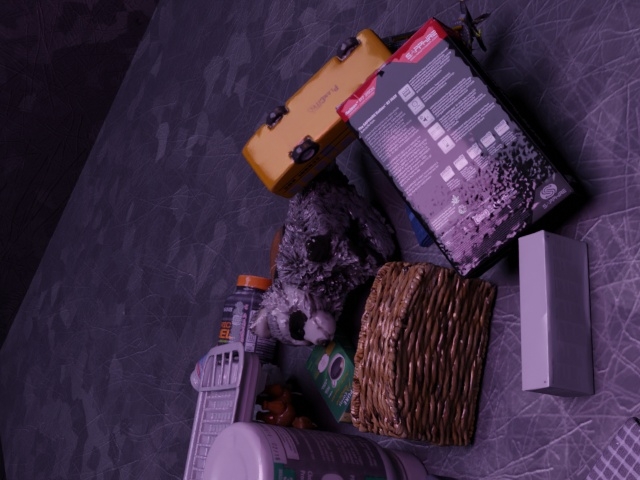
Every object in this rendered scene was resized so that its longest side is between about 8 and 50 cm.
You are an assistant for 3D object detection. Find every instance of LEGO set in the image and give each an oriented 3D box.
[{"bbox_3d":[0.209,-0.302,1.820,0.331,0.192,0.254,-12,98,57],"label":"LEGO set"}]

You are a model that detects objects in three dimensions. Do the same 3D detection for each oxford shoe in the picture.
[{"bbox_3d":[-0.082,0.066,2.160,0.076,0.076,0.212,-37,38,46],"label":"oxford shoe"}]

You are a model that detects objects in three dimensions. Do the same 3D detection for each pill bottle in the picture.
[{"bbox_3d":[-0.002,0.425,1.635,0.204,0.361,0.204,-26,58,50],"label":"pill bottle"},{"bbox_3d":[-0.243,0.302,2.292,0.160,0.087,0.087,-42,46,40],"label":"pill bottle"},{"bbox_3d":[-0.161,0.203,2.169,0.130,0.131,0.245,-6,73,55],"label":"pill bottle"}]

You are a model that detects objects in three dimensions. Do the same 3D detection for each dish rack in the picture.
[{"bbox_3d":[-0.188,0.374,1.899,0.285,0.072,0.332,156,126,-65],"label":"dish rack"}]

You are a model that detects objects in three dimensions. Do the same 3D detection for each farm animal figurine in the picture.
[{"bbox_3d":[-0.094,0.444,1.958,0.327,0.172,0.330,-155,80,-71],"label":"farm animal figurine"}]

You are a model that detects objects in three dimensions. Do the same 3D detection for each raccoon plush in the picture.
[{"bbox_3d":[-0.021,0.009,1.964,0.299,0.216,0.446,-46,32,33],"label":"raccoon plush"}]

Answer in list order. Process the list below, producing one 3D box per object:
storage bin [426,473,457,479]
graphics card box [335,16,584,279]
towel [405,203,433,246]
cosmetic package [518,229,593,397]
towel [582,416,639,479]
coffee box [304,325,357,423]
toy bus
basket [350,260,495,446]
[{"bbox_3d":[0.198,0.452,1.583,0.091,0.098,0.135,23,98,67],"label":"storage bin"},{"bbox_3d":[0.222,-0.148,1.577,0.233,0.094,0.371,-42,72,20],"label":"graphics card box"},{"bbox_3d":[0.194,-0.050,1.827,0.067,0.029,0.119,-49,42,36],"label":"towel"},{"bbox_3d":[0.355,0.113,1.463,0.060,0.099,0.238,-21,61,51],"label":"cosmetic package"},{"bbox_3d":[0.430,0.389,1.227,0.235,0.121,0.283,-63,35,18],"label":"towel"},{"bbox_3d":[0.038,0.267,1.930,0.113,0.040,0.184,-63,35,19],"label":"coffee box"},{"bbox_3d":[0.012,-0.227,1.762,0.333,0.130,0.108,-42,67,14],"label":"toy bus"},{"bbox_3d":[0.135,0.188,1.657,0.223,0.214,0.299,1,79,56],"label":"basket"}]
